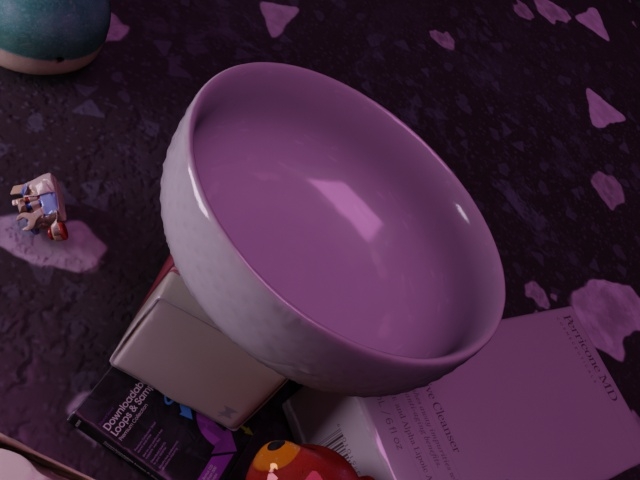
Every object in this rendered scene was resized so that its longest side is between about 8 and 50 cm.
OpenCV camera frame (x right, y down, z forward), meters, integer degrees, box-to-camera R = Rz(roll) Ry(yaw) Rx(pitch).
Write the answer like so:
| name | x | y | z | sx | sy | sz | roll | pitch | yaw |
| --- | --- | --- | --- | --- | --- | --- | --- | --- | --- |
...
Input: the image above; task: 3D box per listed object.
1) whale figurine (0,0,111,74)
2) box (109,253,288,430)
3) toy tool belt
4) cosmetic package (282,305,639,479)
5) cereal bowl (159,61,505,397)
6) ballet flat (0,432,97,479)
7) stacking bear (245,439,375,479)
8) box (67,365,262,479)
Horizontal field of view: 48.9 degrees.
| name | x | y | z | sx | sy | sz | roll | pitch | yaw |
| --- | --- | --- | --- | --- | --- | --- | --- | --- | --- |
| whale figurine | -0.360 | -0.332 | 0.848 | 0.216 | 0.141 | 0.272 | -14 | 68 | -39 |
| box | -0.093 | 0.052 | 0.748 | 0.149 | 0.127 | 0.232 | 32 | 38 | -13 |
| toy tool belt | -0.301 | -0.030 | 0.750 | 0.051 | 0.052 | 0.083 | -16 | 63 | -6 |
| cosmetic package | 0.177 | 0.219 | 0.814 | 0.385 | 0.156 | 0.217 | -8 | 63 | -36 |
| cereal bowl | 0.000 | 0.000 | 0.658 | 0.339 | 0.141 | 0.338 | 25 | 41 | -24 |
| ballet flat | -0.222 | 0.228 | 0.595 | 0.248 | 0.086 | 0.086 | 32 | 47 | -11 |
| stacking bear | -0.073 | 0.271 | 0.566 | 0.289 | 0.175 | 0.164 | -34 | 102 | -42 |
| box | -0.151 | 0.180 | 0.710 | 0.162 | 0.029 | 0.116 | 36 | 46 | -4 |
